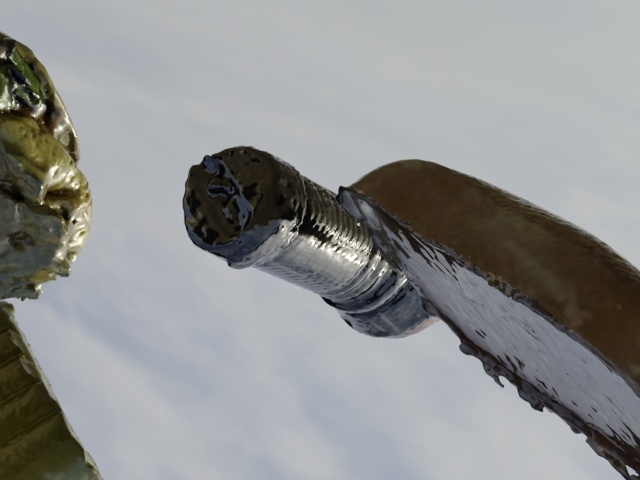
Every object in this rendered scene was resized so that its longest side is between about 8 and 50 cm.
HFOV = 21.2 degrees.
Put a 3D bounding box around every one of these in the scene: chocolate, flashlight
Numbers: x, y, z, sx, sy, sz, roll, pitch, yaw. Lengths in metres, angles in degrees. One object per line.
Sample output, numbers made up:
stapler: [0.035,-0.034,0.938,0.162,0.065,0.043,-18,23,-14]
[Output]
chocolate: [0.134,0.036,0.929,0.261,0.083,0.161,35,166,45]
flashlight: [0.000,0.000,1.060,0.093,0.093,0.232,36,-174,35]

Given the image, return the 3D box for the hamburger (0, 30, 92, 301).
hamburger: [-0.248,-0.057,1.120,0.183,0.206,0.130,-11,-137,9]

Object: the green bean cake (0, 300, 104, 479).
green bean cake: [-0.235,0.195,1.337,0.124,0.236,0.233,-28,-140,-9]
